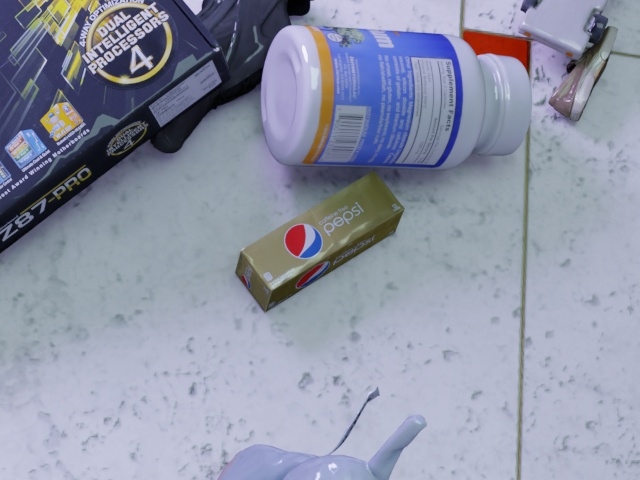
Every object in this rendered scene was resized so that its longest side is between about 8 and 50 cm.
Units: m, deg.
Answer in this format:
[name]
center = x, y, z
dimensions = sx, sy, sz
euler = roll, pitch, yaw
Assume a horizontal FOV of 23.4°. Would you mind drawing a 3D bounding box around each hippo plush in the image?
[hippo plush]
center = 0.012, 0.317, 1.460
dimensions = 0.294, 0.234, 0.236
euler = -42, 108, -9

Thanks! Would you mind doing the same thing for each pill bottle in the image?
[pill bottle]
center = 0.084, -0.152, 1.678
dimensions = 0.272, 0.152, 0.152
euler = 0, 65, -22

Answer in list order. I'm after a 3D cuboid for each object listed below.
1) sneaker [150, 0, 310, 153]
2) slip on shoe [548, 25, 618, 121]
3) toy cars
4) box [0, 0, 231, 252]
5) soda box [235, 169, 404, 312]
[sneaker]
center = -0.096, -0.209, 1.715
dimensions = 0.130, 0.109, 0.286
euler = 29, 68, -6
[slip on shoe]
center = 0.309, -0.201, 1.808
dimensions = 0.041, 0.051, 0.135
euler = 24, 70, 10
[toy cars]
center = 0.272, -0.383, 1.865
dimensions = 0.177, 0.087, 0.393
euler = -11, 69, -11
[box]
center = -0.341, -0.179, 1.602
dimensions = 0.395, 0.097, 0.318
euler = -37, 73, -5
[soda box]
center = 0.000, 0.000, 1.652
dimensions = 0.181, 0.061, 0.058
euler = -32, 74, -22
